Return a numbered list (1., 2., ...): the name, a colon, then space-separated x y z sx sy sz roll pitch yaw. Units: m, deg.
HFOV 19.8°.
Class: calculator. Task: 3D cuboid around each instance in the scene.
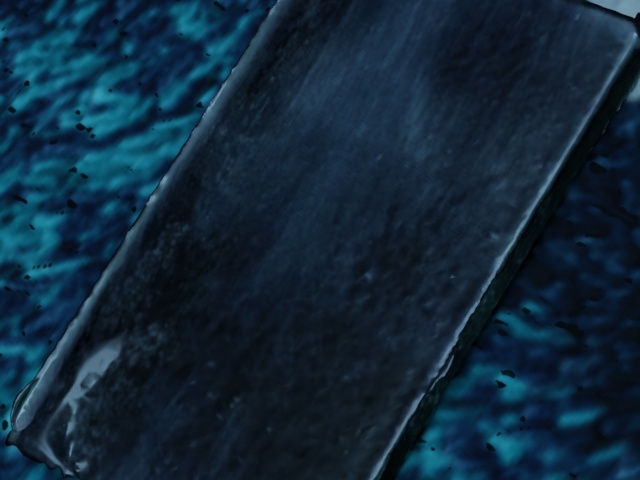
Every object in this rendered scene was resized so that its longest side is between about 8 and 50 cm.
1. calculator: 0.000 0.000 0.699 0.161 0.021 0.262 28 81 33
